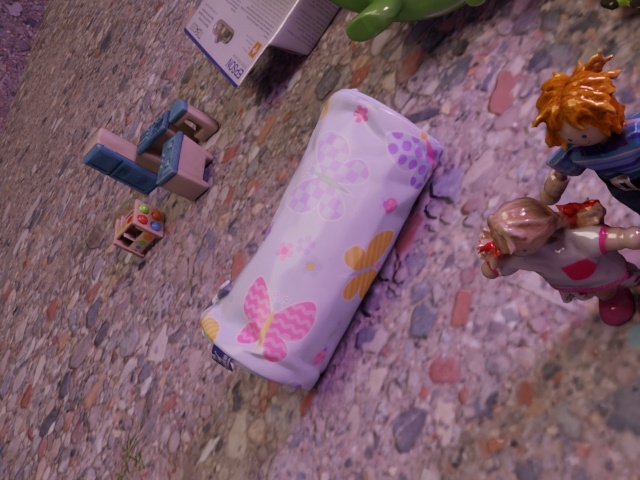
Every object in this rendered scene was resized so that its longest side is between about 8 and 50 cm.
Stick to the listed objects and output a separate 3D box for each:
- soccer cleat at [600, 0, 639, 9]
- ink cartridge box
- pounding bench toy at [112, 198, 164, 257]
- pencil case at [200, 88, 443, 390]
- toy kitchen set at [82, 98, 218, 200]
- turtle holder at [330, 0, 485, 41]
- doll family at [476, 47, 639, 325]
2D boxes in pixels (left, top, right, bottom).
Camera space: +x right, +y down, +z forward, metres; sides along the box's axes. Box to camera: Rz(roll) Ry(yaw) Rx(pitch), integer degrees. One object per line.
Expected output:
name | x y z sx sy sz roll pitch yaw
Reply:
soccer cleat | 0.272 -0.221 0.553 0.121 0.093 0.289 -27 30 -3
ink cartridge box | -0.052 -0.390 1.142 0.330 0.071 0.324 -54 35 12
pounding bench toy | -0.274 -0.031 1.190 0.065 0.052 0.083 -41 36 29
pencil case | 0.000 0.000 0.713 0.124 0.113 0.273 31 91 37
toy kitchen set | -0.267 -0.113 1.180 0.207 0.122 0.166 -34 40 37
turtle holder | 0.107 -0.366 0.734 0.227 0.243 0.320 -56 5 -39
doll family | 0.199 -0.039 0.411 0.263 0.163 0.118 -13 55 51
